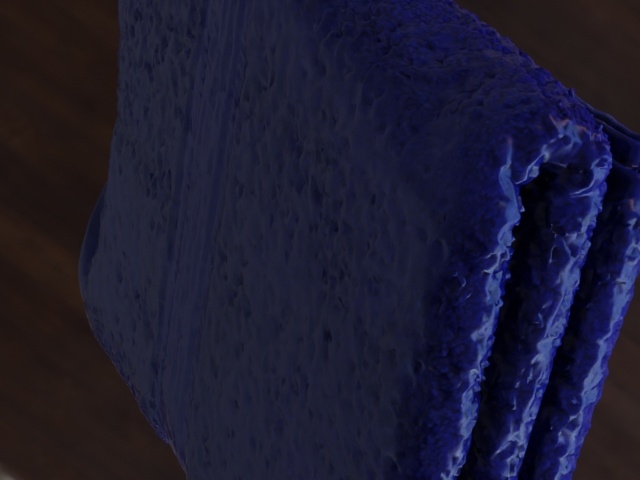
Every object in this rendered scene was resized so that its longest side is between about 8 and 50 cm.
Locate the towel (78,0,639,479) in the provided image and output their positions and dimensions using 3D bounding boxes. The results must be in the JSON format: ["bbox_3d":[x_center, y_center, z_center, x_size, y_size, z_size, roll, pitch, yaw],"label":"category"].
[{"bbox_3d":[0.000,0.000,0.639,0.308,0.076,0.227,-128,-139,-55],"label":"towel"}]
